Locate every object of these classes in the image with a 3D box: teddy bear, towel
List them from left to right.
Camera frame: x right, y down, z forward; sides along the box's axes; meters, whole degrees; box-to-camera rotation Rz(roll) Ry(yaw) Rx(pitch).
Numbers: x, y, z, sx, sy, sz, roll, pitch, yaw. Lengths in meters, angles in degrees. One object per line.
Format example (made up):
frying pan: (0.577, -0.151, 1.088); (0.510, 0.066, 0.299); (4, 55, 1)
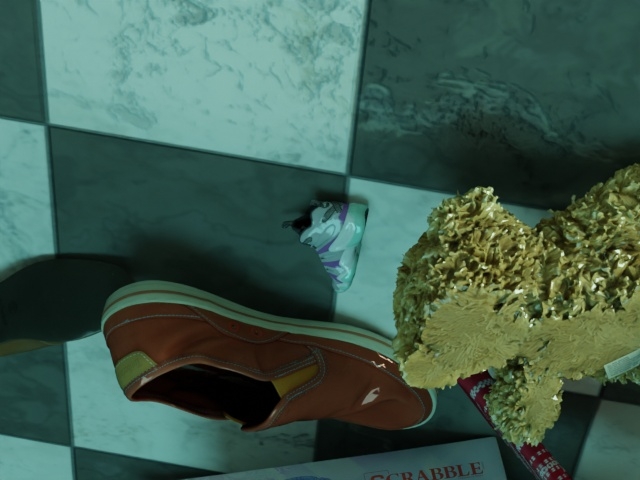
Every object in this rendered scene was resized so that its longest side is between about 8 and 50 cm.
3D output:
towel: (0.217, 0.216, 1.602); (0.031, 0.275, 0.199); (-41, 156, 0)
teddy bear: (0.208, 0.047, 1.474); (0.338, 0.113, 0.245); (-7, 129, -12)

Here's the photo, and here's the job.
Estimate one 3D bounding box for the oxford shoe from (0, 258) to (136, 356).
oxford shoe: (-0.250, 0.063, 1.710); (0.212, 0.076, 0.076); (-12, 167, 23)

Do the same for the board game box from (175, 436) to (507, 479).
board game box: (0.018, 0.335, 1.866); (0.318, 0.066, 0.318); (-8, 136, -6)

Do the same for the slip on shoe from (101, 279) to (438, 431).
slip on shoe: (-0.041, 0.126, 1.665); (0.331, 0.101, 0.123); (17, 141, -30)

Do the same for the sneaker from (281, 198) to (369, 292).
sneaker: (0.000, 0.000, 1.575); (0.069, 0.038, 0.098); (13, 133, 2)
